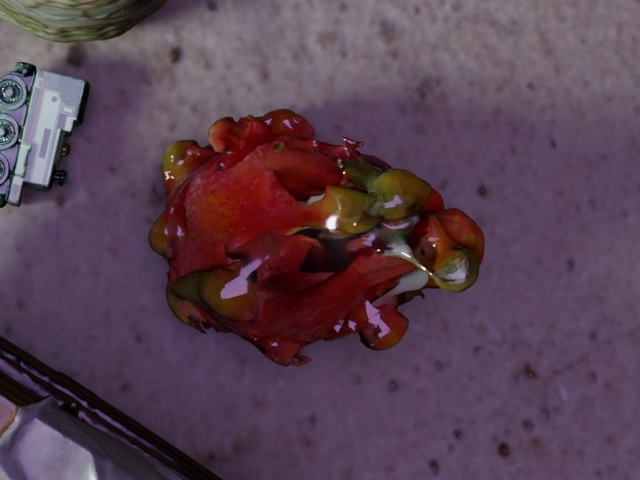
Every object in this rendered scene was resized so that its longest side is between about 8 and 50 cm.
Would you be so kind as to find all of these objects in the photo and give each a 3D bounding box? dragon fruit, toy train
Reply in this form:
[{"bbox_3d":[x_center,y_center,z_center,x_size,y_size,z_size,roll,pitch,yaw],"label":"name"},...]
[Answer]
[{"bbox_3d":[0.000,0.000,0.766,0.150,0.207,0.133,-11,105,-49],"label":"dragon fruit"},{"bbox_3d":[-0.163,-0.057,0.798,0.053,0.033,0.083,12,86,-9],"label":"toy train"}]

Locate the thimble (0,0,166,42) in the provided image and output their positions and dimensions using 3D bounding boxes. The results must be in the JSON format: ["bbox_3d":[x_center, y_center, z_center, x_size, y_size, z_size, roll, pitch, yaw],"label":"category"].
[{"bbox_3d":[-0.121,-0.204,0.754,0.137,0.143,0.190,14,86,-5],"label":"thimble"}]

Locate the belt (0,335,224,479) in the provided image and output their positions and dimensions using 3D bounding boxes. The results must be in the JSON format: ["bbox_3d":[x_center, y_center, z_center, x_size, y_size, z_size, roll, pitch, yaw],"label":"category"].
[{"bbox_3d":[-0.145,0.123,0.698,0.338,0.217,0.122,34,84,-6],"label":"belt"}]
